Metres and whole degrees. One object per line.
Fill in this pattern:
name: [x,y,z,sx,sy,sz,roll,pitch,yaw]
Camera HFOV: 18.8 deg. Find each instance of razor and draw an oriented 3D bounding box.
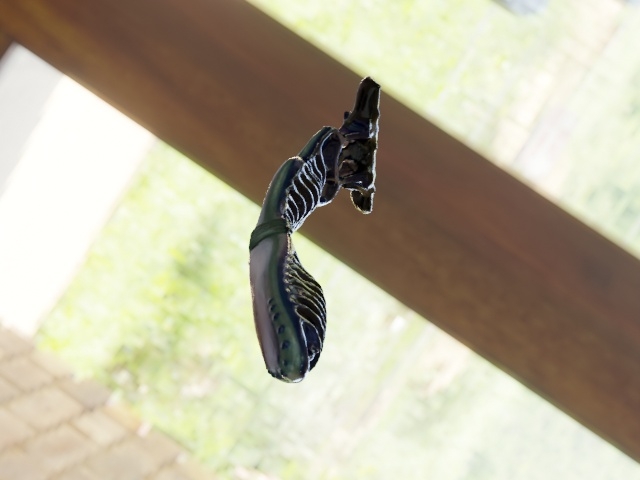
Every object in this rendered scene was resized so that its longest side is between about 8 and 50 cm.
razor: [-0.004,-0.001,0.534,0.154,0.028,0.044,-72,166,-64]
